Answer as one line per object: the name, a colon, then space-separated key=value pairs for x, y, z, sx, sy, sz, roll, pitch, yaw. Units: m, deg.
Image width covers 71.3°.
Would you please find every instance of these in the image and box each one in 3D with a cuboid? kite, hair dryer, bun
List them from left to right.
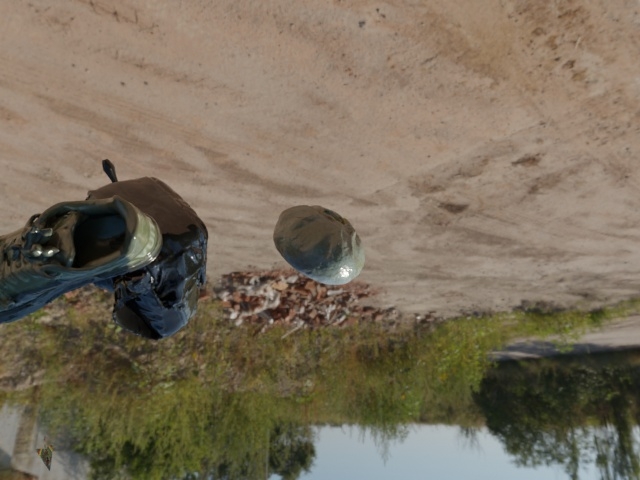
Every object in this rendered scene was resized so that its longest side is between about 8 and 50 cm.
kite: x=-0.714 y=0.555 z=1.163 sx=0.004 sy=0.090 sz=0.122 roll=-16 pitch=161 yaw=-16
hair dryer: x=-0.594 y=-0.198 z=1.278 sx=0.031 sy=0.079 sz=0.083 roll=-19 pitch=-158 yaw=-7
bun: x=0.000 y=0.000 z=1.578 sx=0.362 sy=0.211 sz=0.362 roll=21 pitch=-163 yaw=-7

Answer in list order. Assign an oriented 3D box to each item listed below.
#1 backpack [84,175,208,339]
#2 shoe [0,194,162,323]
backpack: x=-0.452 y=0.071 z=1.170 sx=0.255 sy=0.363 sz=0.445 roll=-31 pitch=147 yaw=-34
shoe: x=-0.344 y=0.015 z=0.534 sx=0.293 sy=0.109 sz=0.149 roll=-20 pitch=169 yaw=-19
